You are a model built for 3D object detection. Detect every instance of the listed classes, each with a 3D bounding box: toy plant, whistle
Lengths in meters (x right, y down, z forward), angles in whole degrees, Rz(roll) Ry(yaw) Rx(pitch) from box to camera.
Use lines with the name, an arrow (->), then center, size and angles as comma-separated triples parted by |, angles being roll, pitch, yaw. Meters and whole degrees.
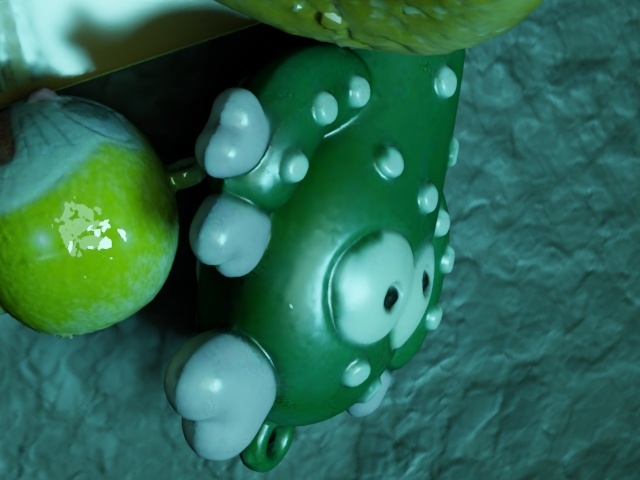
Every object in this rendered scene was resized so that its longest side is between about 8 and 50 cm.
toy plant -> 0.002, 0.002, 0.836 | 0.232, 0.112, 0.243 | -25, 128, -53
whistle -> -0.162, -0.006, 0.799 | 0.223, 0.123, 0.123 | -18, 112, -3

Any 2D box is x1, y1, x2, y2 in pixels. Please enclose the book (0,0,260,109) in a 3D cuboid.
book -> -0.110, -0.211, 0.793 | 0.374, 0.028, 0.263 | -20, 114, -15

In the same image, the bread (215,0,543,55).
bread -> -0.007, -0.201, 0.726 | 0.246, 0.176, 0.195 | 22, 73, -14
